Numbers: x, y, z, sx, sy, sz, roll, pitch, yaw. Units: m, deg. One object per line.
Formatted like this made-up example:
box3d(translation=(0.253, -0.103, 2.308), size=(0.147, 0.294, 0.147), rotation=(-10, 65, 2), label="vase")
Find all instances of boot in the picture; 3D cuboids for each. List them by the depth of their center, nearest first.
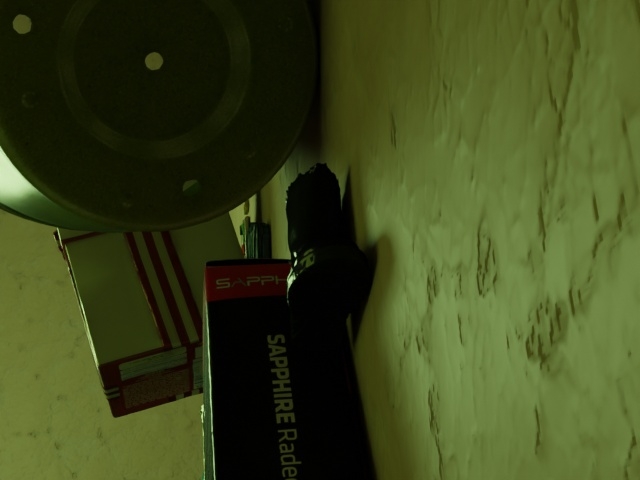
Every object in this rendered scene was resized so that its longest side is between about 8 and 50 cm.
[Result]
box3d(translation=(0.001, 0.000, 0.618), size=(0.121, 0.045, 0.099), rotation=(101, 169, -60), label="boot")

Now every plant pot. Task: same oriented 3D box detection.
box3d(translation=(-0.168, -0.154, 0.865), size=(0.353, 0.367, 0.366), rotation=(-147, 54, -67), label="plant pot")

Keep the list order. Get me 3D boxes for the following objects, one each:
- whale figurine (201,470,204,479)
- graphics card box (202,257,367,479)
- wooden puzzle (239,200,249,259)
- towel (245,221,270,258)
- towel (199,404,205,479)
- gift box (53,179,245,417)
box3d(translation=(-0.150, 0.391, 1.277), size=(0.141, 0.216, 0.272), rotation=(45, -129, -42), label="whale figurine")
box3d(translation=(-0.022, 0.214, 0.641), size=(0.371, 0.094, 0.232), rotation=(-99, 11, -51), label="graphics card box")
box3d(translation=(-0.119, -0.003, 1.649), size=(0.078, 0.014, 0.116), rotation=(119, 148, -76), label="wooden puzzle")
box3d(translation=(-0.075, 0.038, 1.262), size=(0.067, 0.029, 0.119), rotation=(-159, 67, -83), label="towel")
box3d(translation=(-0.048, 0.239, 0.844), size=(0.021, 0.102, 0.237), rotation=(-51, 32, 34), label="towel")
box3d(translation=(-0.205, 0.052, 1.405), size=(0.276, 0.255, 0.258), rotation=(108, 144, -59), label="gift box")
